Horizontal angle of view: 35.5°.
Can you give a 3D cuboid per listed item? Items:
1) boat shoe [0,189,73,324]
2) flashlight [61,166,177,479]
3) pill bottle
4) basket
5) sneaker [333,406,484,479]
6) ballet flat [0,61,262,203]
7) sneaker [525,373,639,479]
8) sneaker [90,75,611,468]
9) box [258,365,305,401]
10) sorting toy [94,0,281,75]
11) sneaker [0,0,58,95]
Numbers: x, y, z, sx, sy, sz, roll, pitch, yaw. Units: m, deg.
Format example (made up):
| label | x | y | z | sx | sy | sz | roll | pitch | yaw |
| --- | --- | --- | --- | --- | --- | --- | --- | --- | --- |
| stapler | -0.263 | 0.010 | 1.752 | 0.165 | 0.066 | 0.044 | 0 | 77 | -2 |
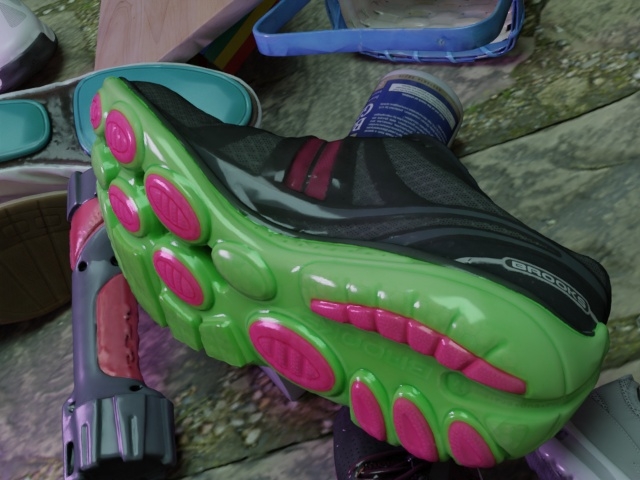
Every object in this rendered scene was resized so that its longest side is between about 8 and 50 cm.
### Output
| label | x | y | z | sx | sy | sz | roll | pitch | yaw |
| --- | --- | --- | --- | --- | --- | --- | --- | --- | --- |
| boat shoe | -0.369 | 0.035 | 1.026 | 0.341 | 0.121 | 0.110 | -25 | 22 | -16 |
| flashlight | -0.178 | 0.069 | 0.914 | 0.103 | 0.103 | 0.304 | -46 | 45 | 41 |
| pill bottle | 0.065 | -0.076 | 0.958 | 0.094 | 0.094 | 0.169 | 10 | 55 | 30 |
| basket | 0.092 | -0.274 | 1.046 | 0.255 | 0.201 | 0.289 | 5 | 44 | 26 |
| sneaker | 0.067 | 0.182 | 0.684 | 0.106 | 0.162 | 0.281 | -27 | 46 | -1 |
| ballet flat | -0.262 | -0.101 | 1.073 | 0.400 | 0.139 | 0.139 | -9 | 46 | -5 |
| sneaker | 0.260 | 0.178 | 0.647 | 0.115 | 0.105 | 0.281 | -39 | 47 | -12 |
| sneaker | 0.000 | 0.000 | 0.774 | 0.483 | 0.185 | 0.202 | 30 | 39 | 29 |
| box | -0.036 | 0.035 | 0.907 | 0.130 | 0.091 | 0.170 | -39 | 47 | -13 |
| sorting toy | -0.145 | -0.274 | 1.178 | 0.255 | 0.089 | 0.257 | -32 | 42 | 25 |
| sneaker | -0.549 | -0.359 | 1.352 | 0.447 | 0.257 | 0.169 | 30 | 67 | 38 |
